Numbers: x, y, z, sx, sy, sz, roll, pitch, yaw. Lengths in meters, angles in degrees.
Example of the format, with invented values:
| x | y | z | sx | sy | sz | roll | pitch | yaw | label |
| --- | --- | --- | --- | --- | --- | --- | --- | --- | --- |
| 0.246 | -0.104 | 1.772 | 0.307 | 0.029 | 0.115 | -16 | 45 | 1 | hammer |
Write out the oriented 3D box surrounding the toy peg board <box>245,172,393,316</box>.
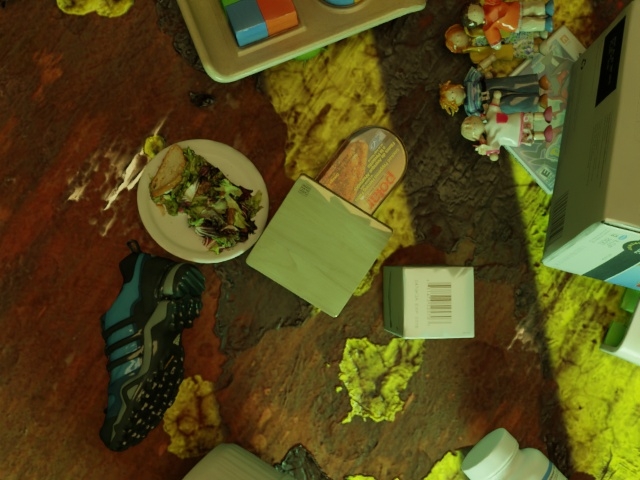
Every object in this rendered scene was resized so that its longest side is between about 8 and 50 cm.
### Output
| x | y | z | sx | sy | sz | roll | pitch | yaw | label |
| --- | --- | --- | --- | --- | --- | --- | --- | --- | --- |
| 0.000 | 0.000 | 1.721 | 0.161 | 0.079 | 0.160 | 32 | 105 | -4 | toy peg board |

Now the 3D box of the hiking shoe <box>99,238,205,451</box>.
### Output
| x | y | z | sx | sy | sz | roll | pitch | yaw | label |
| --- | --- | --- | --- | --- | --- | --- | --- | --- | --- |
| -0.273 | 0.162 | 1.713 | 0.132 | 0.113 | 0.304 | 22 | 93 | 25 | hiking shoe |

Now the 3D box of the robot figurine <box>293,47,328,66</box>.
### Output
| x | y | z | sx | sy | sz | roll | pitch | yaw | label |
| --- | --- | --- | --- | --- | --- | --- | --- | --- | --- |
| -0.038 | -0.324 | 1.746 | 0.101 | 0.067 | 0.115 | -34 | 91 | 7 | robot figurine |

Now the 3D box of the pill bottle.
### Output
| x | y | z | sx | sy | sz | roll | pitch | yaw | label |
| --- | --- | --- | --- | --- | --- | --- | --- | --- | --- |
| 0.320 | 0.395 | 1.740 | 0.124 | 0.124 | 0.221 | -45 | 92 | -5 | pill bottle |

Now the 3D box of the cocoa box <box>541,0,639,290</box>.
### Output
| x | y | z | sx | sy | sz | roll | pitch | yaw | label |
| --- | --- | --- | --- | --- | --- | --- | --- | --- | --- |
| 0.487 | -0.122 | 1.654 | 0.228 | 0.231 | 0.347 | 15 | 71 | -7 | cocoa box |

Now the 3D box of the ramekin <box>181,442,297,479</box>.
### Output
| x | y | z | sx | sy | sz | roll | pitch | yaw | label |
| --- | --- | --- | --- | --- | --- | --- | --- | --- | --- |
| -0.162 | 0.410 | 1.631 | 0.127 | 0.273 | 0.273 | 39 | 86 | 8 | ramekin |

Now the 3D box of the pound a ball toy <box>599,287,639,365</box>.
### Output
| x | y | z | sx | sy | sz | roll | pitch | yaw | label |
| --- | --- | --- | --- | --- | --- | --- | --- | --- | --- |
| 0.595 | 0.210 | 1.764 | 0.319 | 0.136 | 0.208 | 23 | 87 | -4 | pound a ball toy |

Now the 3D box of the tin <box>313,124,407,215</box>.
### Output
| x | y | z | sx | sy | sz | roll | pitch | yaw | label |
| --- | --- | --- | --- | --- | --- | --- | --- | --- | --- |
| 0.055 | -0.090 | 1.768 | 0.106 | 0.040 | 0.189 | 39 | 86 | 0 | tin |

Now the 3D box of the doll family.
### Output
| x | y | z | sx | sy | sz | roll | pitch | yaw | label |
| --- | --- | --- | --- | --- | --- | --- | --- | --- | --- |
| 0.263 | -0.252 | 1.750 | 0.163 | 0.118 | 0.262 | 0 | 93 | 1 | doll family |

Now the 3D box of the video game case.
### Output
| x | y | z | sx | sy | sz | roll | pitch | yaw | label |
| --- | --- | --- | --- | --- | --- | --- | --- | --- | --- |
| 0.371 | -0.206 | 1.806 | 0.201 | 0.023 | 0.183 | -43 | 93 | -5 | video game case |

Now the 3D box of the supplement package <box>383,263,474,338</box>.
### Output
| x | y | z | sx | sy | sz | roll | pitch | yaw | label |
| --- | --- | --- | --- | --- | --- | --- | --- | --- | --- |
| 0.157 | 0.088 | 1.701 | 0.105 | 0.179 | 0.105 | -1 | 89 | -6 | supplement package |

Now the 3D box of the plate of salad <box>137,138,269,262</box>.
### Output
| x | y | z | sx | sy | sz | roll | pitch | yaw | label |
| --- | --- | --- | --- | --- | --- | --- | --- | --- | --- |
| -0.173 | -0.064 | 1.716 | 0.200 | 0.048 | 0.199 | 5 | 69 | -14 | plate of salad |

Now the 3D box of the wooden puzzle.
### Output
| x | y | z | sx | sy | sz | roll | pitch | yaw | label |
| --- | --- | --- | --- | --- | --- | --- | --- | --- | --- |
| -0.056 | -0.431 | 1.697 | 0.348 | 0.080 | 0.322 | -20 | 72 | -7 | wooden puzzle |
